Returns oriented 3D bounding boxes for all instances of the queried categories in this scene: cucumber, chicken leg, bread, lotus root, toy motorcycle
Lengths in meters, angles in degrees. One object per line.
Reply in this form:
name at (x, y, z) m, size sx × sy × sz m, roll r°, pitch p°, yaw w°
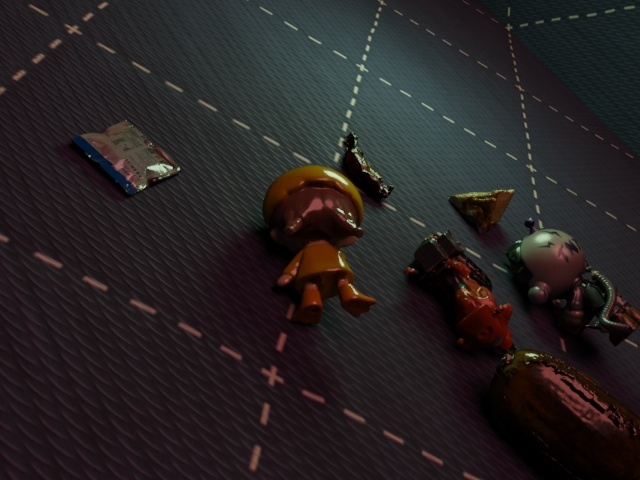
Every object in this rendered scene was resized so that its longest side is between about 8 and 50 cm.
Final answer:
cucumber at (0.346, 0.058, 1.758) m, size 0.214 × 0.052 × 0.058 m, roll 38°, pitch 65°, yaw 2°
chicken leg at (0.109, -0.205, 1.868) m, size 0.106 × 0.051 × 0.253 m, roll 11°, pitch 41°, yaw -40°
bread at (0.460, -0.112, 2.011) m, size 0.152 × 0.127 × 0.147 m, roll 35°, pitch 31°, yaw 30°
lotus root at (0.516, 0.374, 1.414) m, size 0.397 × 0.196 × 0.179 m, roll 37°, pitch 8°, yaw 10°
toy motorcycle at (0.324, 0.126, 1.600) m, size 0.326 × 0.148 × 0.221 m, roll 53°, pitch 17°, yaw 20°

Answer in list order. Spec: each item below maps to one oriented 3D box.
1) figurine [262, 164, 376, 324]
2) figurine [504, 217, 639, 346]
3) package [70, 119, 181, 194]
figurine at (0.000, 0.000, 1.446) m, size 0.215 × 0.187 × 0.344 m, roll 2°, pitch 53°, yaw -21°
figurine at (0.652, 0.114, 1.837) m, size 0.382 × 0.186 × 0.261 m, roll 47°, pitch 31°, yaw 23°
package at (-0.394, -0.175, 1.442) m, size 0.171 × 0.027 × 0.173 m, roll 44°, pitch 37°, yaw 6°
